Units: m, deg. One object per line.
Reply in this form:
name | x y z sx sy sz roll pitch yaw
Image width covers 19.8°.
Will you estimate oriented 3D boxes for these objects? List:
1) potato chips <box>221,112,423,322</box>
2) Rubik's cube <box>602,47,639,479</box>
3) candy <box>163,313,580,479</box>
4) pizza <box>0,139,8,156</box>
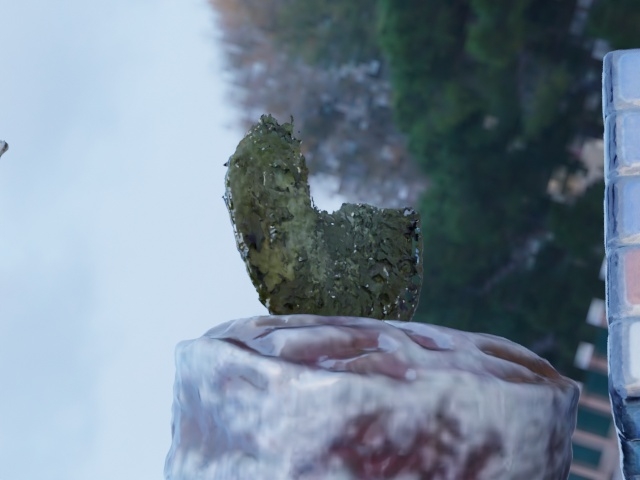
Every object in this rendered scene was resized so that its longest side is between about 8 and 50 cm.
potato chips | 0.003 -0.001 1.578 0.029 0.220 0.202 -27 27 49
Rubik's cube | 0.348 0.048 1.275 0.292 0.287 0.293 71 -161 -52
candy | 0.035 0.129 1.226 0.214 0.290 0.157 10 93 61
pizza | -0.377 -0.086 2.087 0.025 0.078 0.083 34 -133 -37
